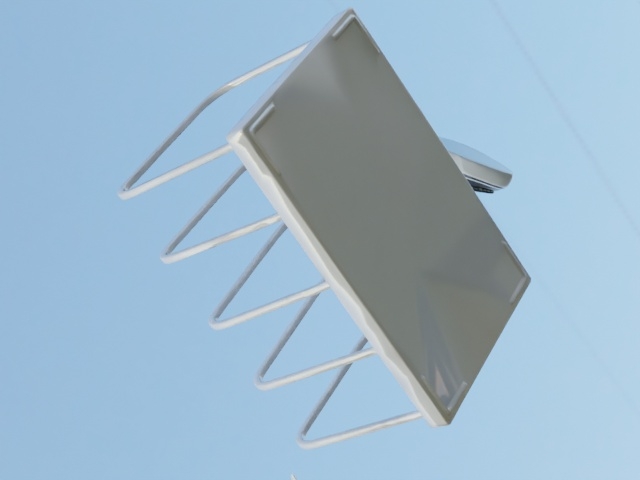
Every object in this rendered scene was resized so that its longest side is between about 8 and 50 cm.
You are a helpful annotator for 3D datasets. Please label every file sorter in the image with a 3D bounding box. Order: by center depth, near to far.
[{"bbox_3d":[0.000,0.000,1.276,0.277,0.173,0.193,55,-139,-17],"label":"file sorter"}]

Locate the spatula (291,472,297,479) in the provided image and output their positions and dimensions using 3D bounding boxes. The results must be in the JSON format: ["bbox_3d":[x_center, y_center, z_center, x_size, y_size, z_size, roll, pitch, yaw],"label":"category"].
[{"bbox_3d":[0.009,0.342,1.667,0.019,0.168,0.242,-30,-19,-12],"label":"spatula"}]

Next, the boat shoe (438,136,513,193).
[{"bbox_3d":[0.080,-0.057,1.475,0.065,0.183,0.083,-90,16,-74],"label":"boat shoe"}]
